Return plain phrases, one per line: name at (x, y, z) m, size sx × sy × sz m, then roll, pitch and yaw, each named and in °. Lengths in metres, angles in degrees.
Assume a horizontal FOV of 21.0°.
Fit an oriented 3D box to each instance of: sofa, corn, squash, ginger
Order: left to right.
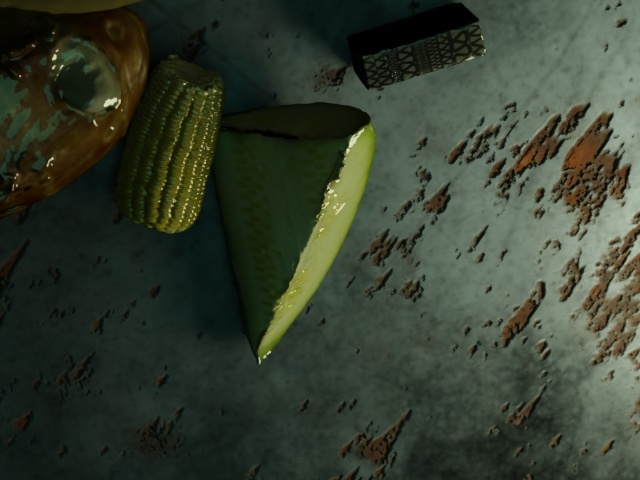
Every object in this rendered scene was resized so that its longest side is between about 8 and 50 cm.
ginger at (-0.324, -0.075, 1.465) m, size 0.418 × 0.254 × 0.176 m, roll -25°, pitch 116°, yaw -8°
corn at (-0.135, -0.086, 1.577) m, size 0.085 × 0.063 × 0.165 m, roll 28°, pitch 121°, yaw 12°
squash at (0.000, 0.000, 1.627) m, size 0.093 × 0.169 × 0.252 m, roll -35°, pitch 122°, yaw -46°
sofa at (0.088, -0.180, 1.604) m, size 0.118 × 0.060 × 0.039 m, roll -17°, pitch 119°, yaw -6°

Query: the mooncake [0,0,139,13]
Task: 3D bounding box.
mooncake at (-0.214, -0.386, 1.358) m, size 0.394 × 0.246 × 0.393 m, roll 12°, pitch 113°, yaw -16°
